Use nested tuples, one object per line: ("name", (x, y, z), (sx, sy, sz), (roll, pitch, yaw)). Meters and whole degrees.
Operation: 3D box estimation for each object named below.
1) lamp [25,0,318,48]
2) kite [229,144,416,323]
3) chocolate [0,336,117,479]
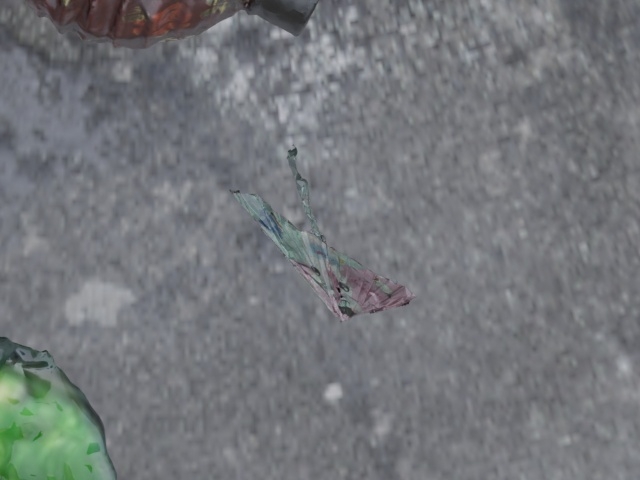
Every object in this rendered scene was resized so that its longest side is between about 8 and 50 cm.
("lamp", (-0.077, -0.206, 0.928), (0.247, 0.247, 0.247), (-2, 125, -4))
("kite", (0.000, 0.000, 1.083), (0.011, 0.139, 0.157), (-47, 145, -23))
("chocolate", (-0.210, 0.094, 0.756), (0.291, 0.110, 0.110), (-5, 134, 43))
